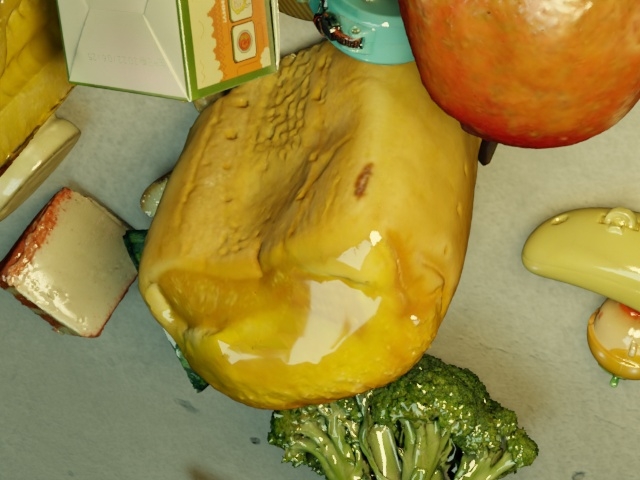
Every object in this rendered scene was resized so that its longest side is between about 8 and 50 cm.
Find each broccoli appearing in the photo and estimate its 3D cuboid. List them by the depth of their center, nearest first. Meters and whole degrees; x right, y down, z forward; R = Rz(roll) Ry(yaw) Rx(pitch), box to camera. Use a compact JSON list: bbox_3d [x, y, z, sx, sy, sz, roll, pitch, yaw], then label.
[{"bbox_3d":[0.097,0.272,1.775,0.321,0.283,0.304,-20,143,37],"label":"broccoli"}]

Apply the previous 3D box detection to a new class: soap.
[{"bbox_3d":[-0.398,-0.251,1.553,0.169,0.338,0.304,-5,124,26],"label":"soap"}]

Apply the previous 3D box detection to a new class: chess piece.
[{"bbox_3d":[-0.459,-0.178,1.779,0.300,0.167,0.167,44,131,-3],"label":"chess piece"}]

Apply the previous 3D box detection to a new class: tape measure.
[{"bbox_3d":[0.061,-0.237,1.478,0.146,0.125,0.081,-11,135,-19],"label":"tape measure"}]

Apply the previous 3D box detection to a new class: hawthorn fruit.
[{"bbox_3d":[0.195,-0.216,1.355,0.285,0.284,0.369,20,134,9],"label":"hawthorn fruit"}]

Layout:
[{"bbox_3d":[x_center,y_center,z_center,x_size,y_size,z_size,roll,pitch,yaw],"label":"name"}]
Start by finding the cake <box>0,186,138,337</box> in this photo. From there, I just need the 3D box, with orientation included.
[{"bbox_3d":[-0.368,0.078,1.917,0.158,0.159,0.262,37,133,-10],"label":"cake"}]

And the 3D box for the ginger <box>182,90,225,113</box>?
[{"bbox_3d":[-0.129,-0.237,1.630,0.176,0.052,0.193,-9,119,44],"label":"ginger"}]

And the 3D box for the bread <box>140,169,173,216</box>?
[{"bbox_3d":[-0.155,-0.045,1.804,0.129,0.044,0.126,-20,123,32],"label":"bread"}]

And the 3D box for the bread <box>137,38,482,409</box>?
[{"bbox_3d":[0.000,0.000,1.558,0.361,0.394,0.250,-17,133,30],"label":"bread"}]

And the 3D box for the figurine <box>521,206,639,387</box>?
[{"bbox_3d":[0.379,0.072,1.605,0.325,0.124,0.222,21,135,12],"label":"figurine"}]

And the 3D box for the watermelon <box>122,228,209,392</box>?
[{"bbox_3d":[-0.192,0.082,1.836,0.207,0.136,0.202,39,140,-4],"label":"watermelon"}]

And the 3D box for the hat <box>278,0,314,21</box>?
[{"bbox_3d":[-0.026,-0.301,1.519,0.193,0.082,0.193,12,129,15],"label":"hat"}]

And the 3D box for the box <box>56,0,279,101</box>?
[{"bbox_3d":[-0.164,-0.256,1.504,0.195,0.148,0.177,11,117,39],"label":"box"}]
